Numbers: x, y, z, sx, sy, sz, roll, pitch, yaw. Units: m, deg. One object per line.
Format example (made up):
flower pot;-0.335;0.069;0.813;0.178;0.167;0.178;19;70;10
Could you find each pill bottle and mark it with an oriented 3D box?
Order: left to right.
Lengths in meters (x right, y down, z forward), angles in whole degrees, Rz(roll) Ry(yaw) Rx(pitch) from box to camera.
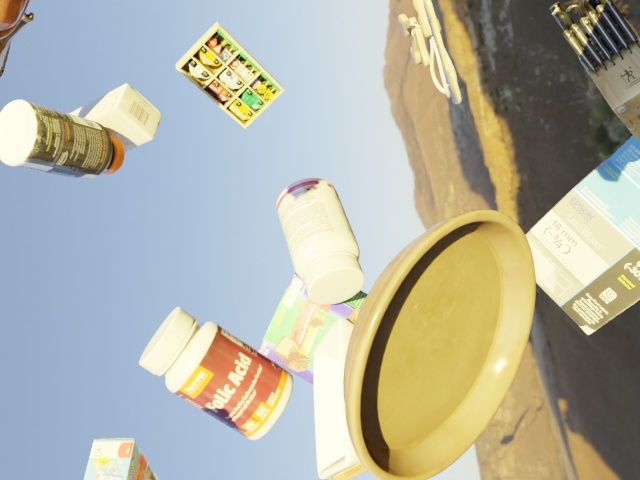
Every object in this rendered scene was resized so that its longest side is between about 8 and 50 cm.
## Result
pill bottle;-0.527;-0.198;1.221;0.245;0.130;0.131;8;-108;-62
pill bottle;-0.290;0.369;1.658;0.392;0.224;0.224;36;-151;-14
pill bottle;0.000;0.000;1.400;0.160;0.160;0.283;63;-174;-51

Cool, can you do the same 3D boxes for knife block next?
knife block;0.492;-0.307;0.981;0.275;0.088;0.242;17;-131;-45

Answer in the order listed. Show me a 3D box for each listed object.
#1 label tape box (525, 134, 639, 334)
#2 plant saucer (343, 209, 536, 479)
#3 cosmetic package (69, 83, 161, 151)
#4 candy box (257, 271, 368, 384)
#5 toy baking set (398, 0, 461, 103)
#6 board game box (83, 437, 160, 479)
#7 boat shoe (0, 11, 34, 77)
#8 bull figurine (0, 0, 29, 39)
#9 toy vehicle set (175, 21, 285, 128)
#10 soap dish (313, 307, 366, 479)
label tape box;0.575;-0.002;1.175;0.105;0.334;0.241;-27;-112;-39
plant saucer;0.120;0.102;0.576;0.277;0.041;0.278;-17;-64;-37
cosmetic package;-0.496;-0.264;1.371;0.117;0.231;0.086;45;-137;-42
candy box;0.034;0.246;1.515;0.268;0.317;0.122;-64;-6;26
toy baking set;0.150;-0.310;0.826;0.256;0.030;0.197;-109;-3;-46
board game box;-0.418;0.615;1.210;0.302;0.086;0.308;89;-179;-49
boat shoe;-0.568;-0.404;1.052;0.095;0.095;0.258;-88;15;-57
bull figurine;-0.336;-0.328;0.495;0.310;0.101;0.189;85;-165;-58
toy vehicle set;-0.250;-0.459;1.658;0.266;0.166;0.035;38;-163;-36
soap dish;0.068;0.308;1.138;0.229;0.118;0.291;118;154;-57
